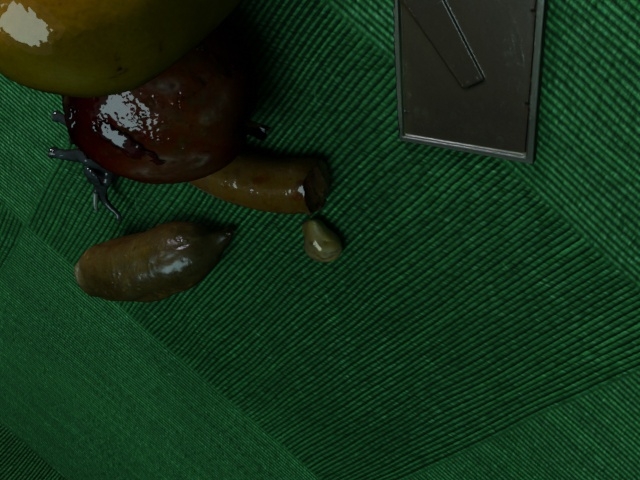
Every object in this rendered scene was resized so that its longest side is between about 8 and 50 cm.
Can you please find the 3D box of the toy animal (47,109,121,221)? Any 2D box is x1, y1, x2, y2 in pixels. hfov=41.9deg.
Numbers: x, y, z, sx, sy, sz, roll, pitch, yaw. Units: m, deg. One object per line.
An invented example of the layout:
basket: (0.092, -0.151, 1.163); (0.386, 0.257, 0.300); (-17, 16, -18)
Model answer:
toy animal: (-0.440, -0.161, 1.592); (0.137, 0.082, 0.269); (24, 135, 15)

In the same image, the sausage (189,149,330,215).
sausage: (-0.116, -0.109, 1.417); (0.271, 0.109, 0.108); (15, 132, 22)

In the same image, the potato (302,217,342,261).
potato: (0.000, 0.000, 1.465); (0.068, 0.062, 0.083); (-20, 92, 26)

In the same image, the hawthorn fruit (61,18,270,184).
hawthorn fruit: (-0.239, -0.233, 1.272); (0.316, 0.316, 0.315); (18, 133, 20)

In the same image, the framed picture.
framed picture: (0.200, -0.247, 1.150); (0.213, 0.016, 0.289); (13, 132, 25)

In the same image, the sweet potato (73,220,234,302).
sweet potato: (-0.322, 0.044, 1.642); (0.370, 0.157, 0.157); (-12, 118, 38)

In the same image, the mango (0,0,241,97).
mango: (-0.245, -0.356, 1.050); (0.300, 0.446, 0.232); (48, 153, 8)
